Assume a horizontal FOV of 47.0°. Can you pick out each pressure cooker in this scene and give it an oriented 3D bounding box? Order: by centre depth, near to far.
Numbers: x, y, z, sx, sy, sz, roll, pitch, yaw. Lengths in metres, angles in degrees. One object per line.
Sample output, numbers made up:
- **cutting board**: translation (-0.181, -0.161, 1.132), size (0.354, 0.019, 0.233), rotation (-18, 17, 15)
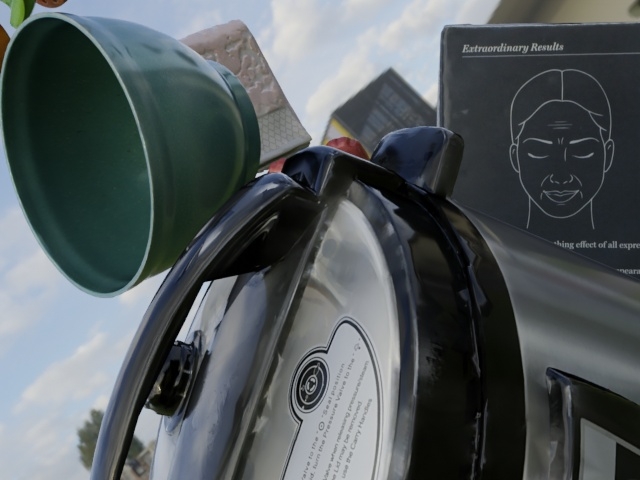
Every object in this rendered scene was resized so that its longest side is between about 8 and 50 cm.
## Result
- **pressure cooker**: translation (0.057, 0.157, 0.516), size (0.375, 0.421, 0.369), rotation (-48, 33, 37)

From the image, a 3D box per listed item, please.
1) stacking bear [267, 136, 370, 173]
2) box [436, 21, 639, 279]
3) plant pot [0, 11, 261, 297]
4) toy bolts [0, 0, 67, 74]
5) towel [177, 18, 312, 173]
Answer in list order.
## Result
- **stacking bear**: translation (0.000, 0.000, 1.127), size (0.176, 0.164, 0.289), rotation (-18, 35, 21)
- **box**: translation (0.302, -0.069, 0.979), size (0.212, 0.294, 0.395), rotation (-1, -88, -82)
- **plant pot**: translation (-0.192, -0.106, 0.816), size (0.196, 0.293, 0.293), rotation (-22, -22, -44)
- **toy bolts**: translation (-0.442, -0.359, 0.996), size (0.158, 0.229, 0.218), rotation (-52, 1, -43)
- **towel**: translation (-0.208, -0.264, 1.461), size (0.332, 0.316, 0.053), rotation (-32, 0, -35)
